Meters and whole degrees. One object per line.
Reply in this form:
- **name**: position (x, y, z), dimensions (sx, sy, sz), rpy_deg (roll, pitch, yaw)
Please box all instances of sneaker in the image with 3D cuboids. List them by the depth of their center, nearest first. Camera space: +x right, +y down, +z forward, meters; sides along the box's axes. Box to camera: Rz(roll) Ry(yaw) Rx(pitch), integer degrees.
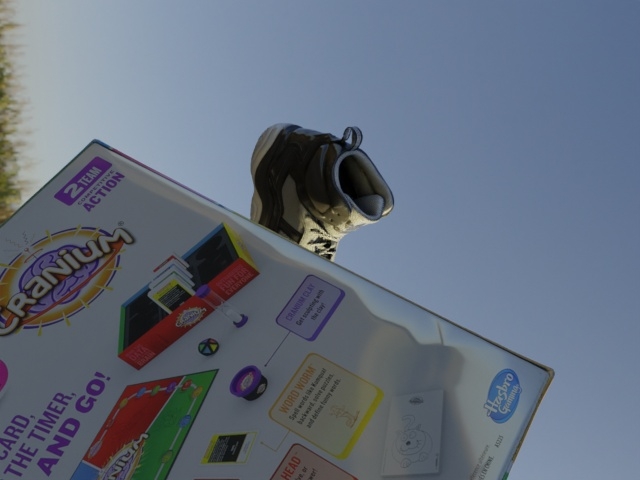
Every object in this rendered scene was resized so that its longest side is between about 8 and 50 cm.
- **sneaker**: position (0.000, 0.000, 0.814), dimensions (0.153, 0.101, 0.269), rpy_deg (4, -80, 43)

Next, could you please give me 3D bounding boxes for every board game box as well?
- **board game box**: position (-0.074, 0.099, 0.382), dimensions (0.316, 0.242, 0.064), rpy_deg (27, -32, 18)
